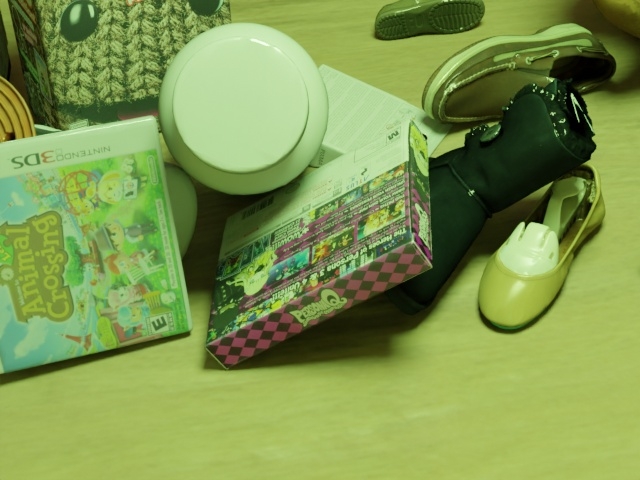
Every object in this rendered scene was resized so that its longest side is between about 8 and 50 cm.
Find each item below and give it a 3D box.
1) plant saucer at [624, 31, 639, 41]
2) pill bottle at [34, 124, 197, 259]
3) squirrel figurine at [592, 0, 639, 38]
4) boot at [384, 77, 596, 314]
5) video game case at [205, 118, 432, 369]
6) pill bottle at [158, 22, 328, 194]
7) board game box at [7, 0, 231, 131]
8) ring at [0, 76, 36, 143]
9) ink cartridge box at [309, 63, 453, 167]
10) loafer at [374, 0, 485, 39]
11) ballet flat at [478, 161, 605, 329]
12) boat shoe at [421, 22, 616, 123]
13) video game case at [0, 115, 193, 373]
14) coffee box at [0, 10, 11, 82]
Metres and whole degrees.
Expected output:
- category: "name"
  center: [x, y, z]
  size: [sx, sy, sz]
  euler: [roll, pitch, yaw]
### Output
- category: "plant saucer"
  center: [0.487, -0.307, 1.791]
  size: [0.198, 0.036, 0.198]
  euler: [-2, 36, 2]
- category: "pill bottle"
  center: [-0.261, -0.045, 1.423]
  size: [0.245, 0.130, 0.130]
  euler: [18, 41, 26]
- category: "squirrel figurine"
  center: [0.462, -0.326, 1.604]
  size: [0.397, 0.281, 0.370]
  euler: [-9, 45, -37]
- category: "boot"
  center: [0.162, -0.053, 1.341]
  size: [0.207, 0.094, 0.246]
  euler: [-33, 16, 33]
- category: "video game case"
  center: [0.000, 0.000, 1.322]
  size: [0.232, 0.042, 0.210]
  euler: [-28, 30, 21]
- category: "pill bottle"
  center: [-0.077, -0.131, 1.387]
  size: [0.169, 0.169, 0.301]
  euler: [-5, 3, -1]
- category: "board game box"
  center: [-0.235, -0.278, 1.604]
  size: [0.232, 0.291, 0.141]
  euler: [-20, 39, -20]
- category: "ring"
  center: [-0.424, -0.031, 1.391]
  size: [0.336, 0.032, 0.337]
  euler: [-12, 58, 20]
- category: "ink cartridge box"
  center: [0.045, -0.125, 1.598]
  size: [0.179, 0.045, 0.145]
  euler: [28, 43, 10]
- category: "loafer"
  center: [0.141, -0.303, 1.799]
  size: [0.148, 0.056, 0.050]
  euler: [-7, 43, -4]
- category: "ballet flat"
  center: [0.221, -0.004, 1.370]
  size: [0.080, 0.073, 0.232]
  euler: [18, 42, 22]
- category: "boat shoe"
  center: [0.242, -0.190, 1.609]
  size: [0.257, 0.095, 0.095]
  euler: [-24, 47, -26]
- category: "video game case"
  center: [-0.231, 0.004, 1.291]
  size: [0.193, 0.212, 0.023]
  euler: [-12, 11, -16]
- category: "coffee box"
  center: [-0.457, -0.186, 1.660]
  size: [0.141, 0.098, 0.246]
  euler: [-6, 36, -3]
